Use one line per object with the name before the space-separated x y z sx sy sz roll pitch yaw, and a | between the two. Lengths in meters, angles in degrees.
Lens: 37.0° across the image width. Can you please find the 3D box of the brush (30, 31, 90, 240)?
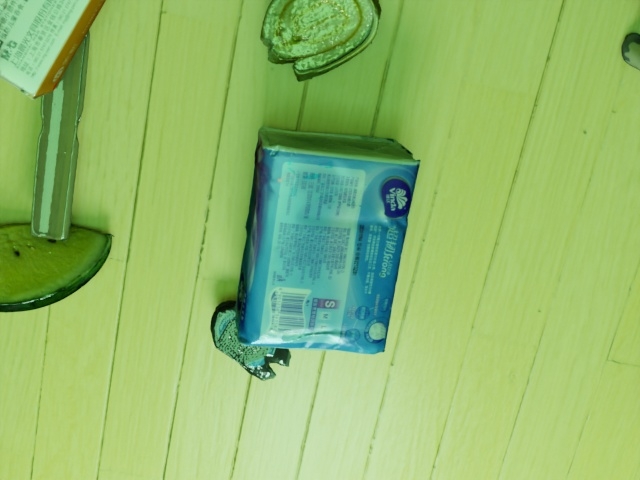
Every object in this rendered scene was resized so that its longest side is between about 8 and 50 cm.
brush | -0.340 -0.140 1.256 0.054 0.048 0.282 8 103 -4

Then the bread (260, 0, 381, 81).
bread | -0.002 -0.270 1.188 0.156 0.064 0.117 -27 103 12

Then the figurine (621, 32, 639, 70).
figurine | 0.441 -0.290 1.130 0.145 0.145 0.222 9 116 -2

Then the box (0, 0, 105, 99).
box | -0.359 -0.338 1.142 0.220 0.091 0.274 34 101 -8

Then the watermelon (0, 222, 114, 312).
watermelon | -0.432 0.033 1.298 0.301 0.123 0.129 3 89 -2

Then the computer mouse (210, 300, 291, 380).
computer mouse | -0.100 0.138 1.348 0.079 0.047 0.135 -43 103 1

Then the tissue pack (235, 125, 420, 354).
tissue pack | 0.000 0.000 1.233 0.198 0.146 0.263 5 107 -11
